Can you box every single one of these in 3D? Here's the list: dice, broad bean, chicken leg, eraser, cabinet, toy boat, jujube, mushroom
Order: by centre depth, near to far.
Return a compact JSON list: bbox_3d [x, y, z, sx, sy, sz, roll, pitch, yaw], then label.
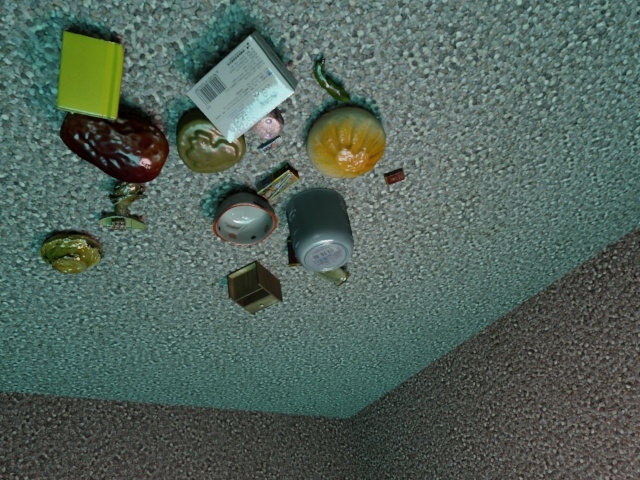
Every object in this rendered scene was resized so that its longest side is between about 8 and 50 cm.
[{"bbox_3d":[-0.654,-0.464,1.343,0.158,0.069,0.226,7,103,-24],"label":"eraser"},{"bbox_3d":[-0.652,-0.314,1.510,0.318,0.223,0.223,25,128,-27],"label":"jujube"},{"bbox_3d":[0.035,-0.518,1.565,0.061,0.046,0.195,-25,137,19],"label":"broad bean"},{"bbox_3d":[-0.183,-0.407,1.600,0.091,0.093,0.094,-33,138,22],"label":"dice"},{"bbox_3d":[-0.184,-0.350,1.724,0.099,0.019,0.027,-27,138,15],"label":"eraser"},{"bbox_3d":[-0.735,-0.155,1.764,0.196,0.080,0.125,-37,147,27],"label":"chicken leg"},{"bbox_3d":[-0.782,-0.068,1.860,0.172,0.066,0.065,4,135,-20],"label":"toy boat"},{"bbox_3d":[-0.315,0.238,2.283,0.175,0.148,0.215,-26,140,15],"label":"cabinet"},{"bbox_3d":[0.008,0.129,2.293,0.333,0.087,0.107,30,119,-35],"label":"mushroom"}]

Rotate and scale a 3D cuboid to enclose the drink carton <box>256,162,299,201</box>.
[{"bbox_3d":[-0.168,-0.227,1.846,0.166,0.056,0.071,-33,139,22],"label":"drink carton"}]

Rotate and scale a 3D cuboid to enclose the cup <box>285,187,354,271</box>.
[{"bbox_3d":[0.000,0.000,1.987,0.260,0.274,0.356,-7,139,-6],"label":"cup"}]

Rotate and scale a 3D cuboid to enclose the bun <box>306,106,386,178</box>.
[{"bbox_3d":[0.096,-0.334,1.707,0.299,0.164,0.299,-8,139,-7],"label":"bun"}]

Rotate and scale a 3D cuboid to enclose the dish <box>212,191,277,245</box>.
[{"bbox_3d":[-0.309,-0.100,1.909,0.256,0.117,0.256,-8,140,-7],"label":"dish"}]

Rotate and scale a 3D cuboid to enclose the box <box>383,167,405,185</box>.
[{"bbox_3d":[0.308,-0.264,1.954,0.082,0.023,0.051,-19,139,7],"label":"box"}]

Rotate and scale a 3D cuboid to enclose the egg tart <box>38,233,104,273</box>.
[{"bbox_3d":[-1.019,0.066,1.928,0.241,0.106,0.241,-10,144,-8],"label":"egg tart"}]

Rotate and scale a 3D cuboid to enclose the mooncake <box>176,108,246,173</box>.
[{"bbox_3d":[-0.387,-0.329,1.624,0.235,0.117,0.234,-10,140,-8],"label":"mooncake"}]

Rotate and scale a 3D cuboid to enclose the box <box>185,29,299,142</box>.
[{"bbox_3d":[-0.237,-0.470,1.450,0.274,0.116,0.203,-33,114,22],"label":"box"}]

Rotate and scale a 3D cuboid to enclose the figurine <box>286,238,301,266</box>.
[{"bbox_3d":[-0.108,0.040,2.116,0.082,0.154,0.098,-3,-179,-5],"label":"figurine"}]
